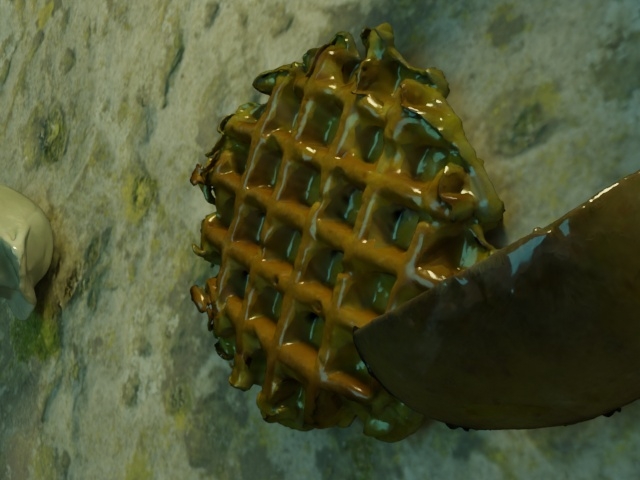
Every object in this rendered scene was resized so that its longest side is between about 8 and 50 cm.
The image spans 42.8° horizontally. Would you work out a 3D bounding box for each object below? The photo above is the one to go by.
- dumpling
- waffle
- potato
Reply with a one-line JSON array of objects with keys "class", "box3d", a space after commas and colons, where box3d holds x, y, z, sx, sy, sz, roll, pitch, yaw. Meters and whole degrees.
[{"class": "dumpling", "box3d": [-0.392, 0.011, 1.013, 0.229, 0.124, 0.151, 49, 155, 43]}, {"class": "waffle", "box3d": [0.000, 0.000, 0.635, 0.302, 0.068, 0.324, -34, 60, 37]}, {"class": "potato", "box3d": [0.126, 0.049, 0.442, 0.261, 0.100, 0.120, -33, 78, 23]}]
